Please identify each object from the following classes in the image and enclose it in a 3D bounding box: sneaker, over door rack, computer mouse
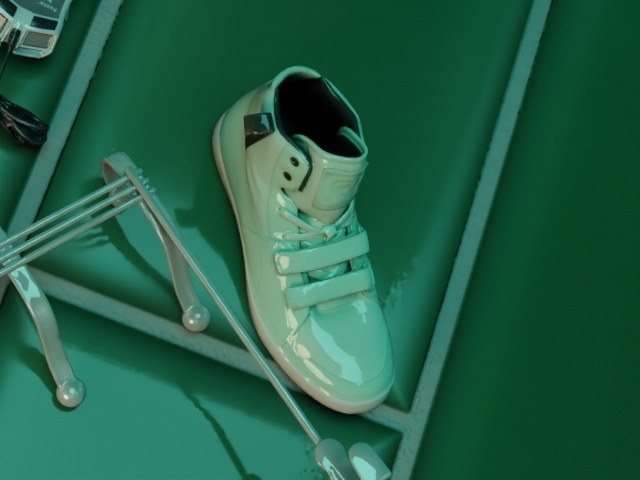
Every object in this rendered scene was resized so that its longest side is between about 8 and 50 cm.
[{"bbox_3d":[-0.001,0.000,1.150,0.094,0.151,0.256,-20,84,-22],"label":"sneaker"},{"bbox_3d":[-0.149,0.117,1.083,0.239,0.108,0.324,-31,66,-22],"label":"over door rack"},{"bbox_3d":[-0.221,-0.172,1.186,0.106,0.042,0.193,27,69,-20],"label":"computer mouse"}]
